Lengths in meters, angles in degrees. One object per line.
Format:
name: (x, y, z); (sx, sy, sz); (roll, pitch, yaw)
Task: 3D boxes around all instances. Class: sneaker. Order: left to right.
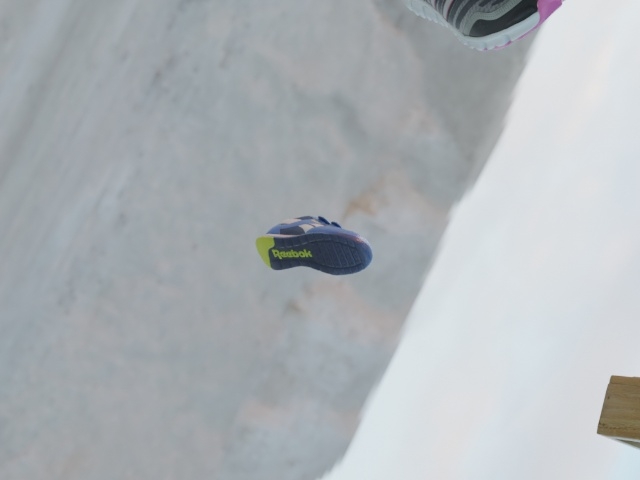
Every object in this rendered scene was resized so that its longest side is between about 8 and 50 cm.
sneaker: (0.000, 0.000, 1.786); (0.144, 0.053, 0.059); (6, -147, 38)
sneaker: (0.080, -0.160, 0.972); (0.063, 0.075, 0.170); (-40, -153, -7)

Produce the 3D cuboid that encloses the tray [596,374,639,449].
tray: (0.489, 0.203, 1.679); (0.411, 0.203, 0.076); (2, -107, 57)
